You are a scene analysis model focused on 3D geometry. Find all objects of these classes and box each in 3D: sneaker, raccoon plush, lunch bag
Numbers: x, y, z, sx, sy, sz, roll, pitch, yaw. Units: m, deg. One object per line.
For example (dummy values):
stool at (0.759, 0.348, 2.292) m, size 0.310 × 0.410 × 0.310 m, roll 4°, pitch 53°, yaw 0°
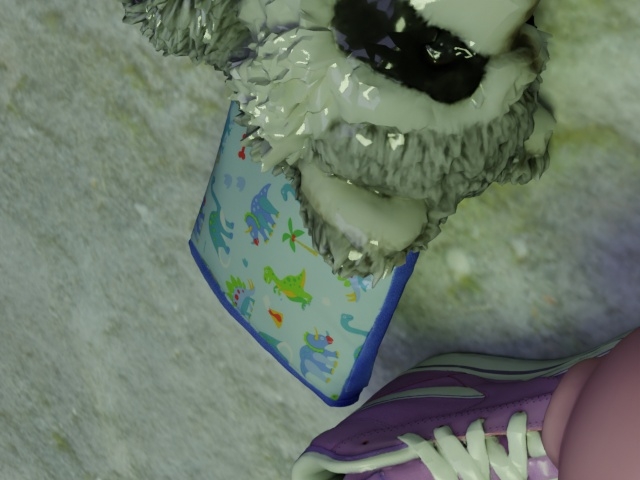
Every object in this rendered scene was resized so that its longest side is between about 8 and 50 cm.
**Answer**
sneaker at (0.103, 0.118, 0.620) m, size 0.282 × 0.161 × 0.102 m, roll -16°, pitch 94°, yaw 46°
raccoon plush at (-0.046, -0.147, 0.684) m, size 0.446 × 0.216 × 0.299 m, roll 15°, pitch 131°, yaw 66°
lunch bag at (0.000, 0.000, 0.706) m, size 0.151 × 0.096 × 0.129 m, roll 57°, pitch 141°, yaw 40°

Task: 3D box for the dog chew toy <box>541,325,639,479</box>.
dog chew toy at (0.235, 0.123, 0.439) m, size 0.331 × 0.206 × 0.207 m, roll 21°, pitch 121°, yaw 29°
